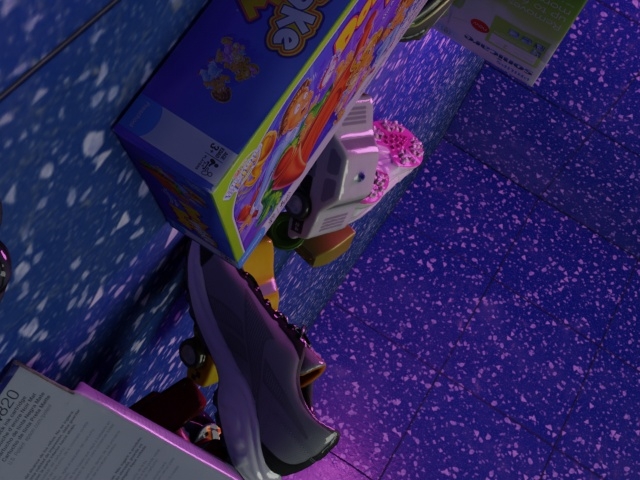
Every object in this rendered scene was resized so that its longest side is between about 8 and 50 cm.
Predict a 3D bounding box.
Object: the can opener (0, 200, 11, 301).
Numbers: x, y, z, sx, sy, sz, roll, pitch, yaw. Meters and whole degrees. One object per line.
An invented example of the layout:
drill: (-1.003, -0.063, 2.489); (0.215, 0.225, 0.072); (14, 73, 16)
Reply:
can opener: (-0.195, 0.064, 0.401); (0.186, 0.059, 0.073); (-60, 174, 19)

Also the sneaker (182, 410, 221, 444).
sneaker: (-0.246, 0.356, 1.272); (0.321, 0.124, 0.180); (-22, 123, -51)

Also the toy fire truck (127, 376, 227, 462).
toy fire truck: (-0.203, 0.281, 0.832); (0.254, 0.169, 0.302); (-34, 180, -30)

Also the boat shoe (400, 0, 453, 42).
boat shoe: (0.146, -0.332, 0.828); (0.305, 0.109, 0.091); (-55, 179, 17)

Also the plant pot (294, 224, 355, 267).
plant pot: (0.000, 0.000, 1.494); (0.083, 0.081, 0.081); (-43, 168, -24)

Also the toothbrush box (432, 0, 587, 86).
toothbrush box: (0.257, -0.354, 1.120); (0.122, 0.206, 0.283); (-57, 174, -8)

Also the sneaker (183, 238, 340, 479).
sneaker: (-0.058, 0.096, 0.804); (0.108, 0.272, 0.100); (-22, 157, 4)

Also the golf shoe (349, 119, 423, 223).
golf shoe: (0.075, -0.114, 1.447); (0.140, 0.115, 0.306); (-49, 174, 38)

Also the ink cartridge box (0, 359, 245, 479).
ink cartridge box: (-0.204, 0.229, 0.644); (0.223, 0.224, 0.045); (-55, -154, -6)

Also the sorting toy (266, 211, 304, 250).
sorting toy: (-0.068, 0.002, 1.062); (0.102, 0.061, 0.042); (-32, 168, -14)

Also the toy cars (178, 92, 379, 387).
toy cars: (-0.030, 0.001, 0.958); (0.394, 0.087, 0.176); (-56, 146, -12)

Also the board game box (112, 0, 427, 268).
board game box: (-0.005, -0.160, 0.656); (0.347, 0.078, 0.233); (-56, 174, -11)

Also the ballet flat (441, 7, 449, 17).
ballet flat: (0.128, -0.317, 0.978); (0.068, 0.072, 0.213); (-26, 166, -7)
